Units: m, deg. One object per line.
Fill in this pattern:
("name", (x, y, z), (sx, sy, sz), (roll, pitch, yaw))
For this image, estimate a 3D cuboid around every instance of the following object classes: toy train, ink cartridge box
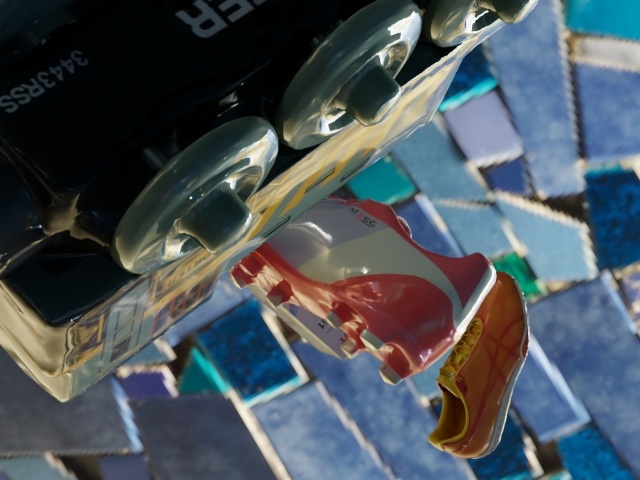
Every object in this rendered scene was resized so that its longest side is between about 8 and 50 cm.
("toy train", (-0.033, -0.071, 0.620), (0.142, 0.190, 0.334), (45, 61, 12))
("ink cartridge box", (-0.005, 0.021, 1.109), (0.122, 0.088, 0.052), (43, -13, -24))

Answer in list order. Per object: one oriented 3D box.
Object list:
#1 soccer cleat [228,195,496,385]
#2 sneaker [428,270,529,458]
("soccer cleat", (0.000, 0.000, 0.907), (0.248, 0.095, 0.083), (34, -22, 39))
("sneaker", (0.144, 0.112, 1.289), (0.067, 0.064, 0.175), (14, 87, -26))
